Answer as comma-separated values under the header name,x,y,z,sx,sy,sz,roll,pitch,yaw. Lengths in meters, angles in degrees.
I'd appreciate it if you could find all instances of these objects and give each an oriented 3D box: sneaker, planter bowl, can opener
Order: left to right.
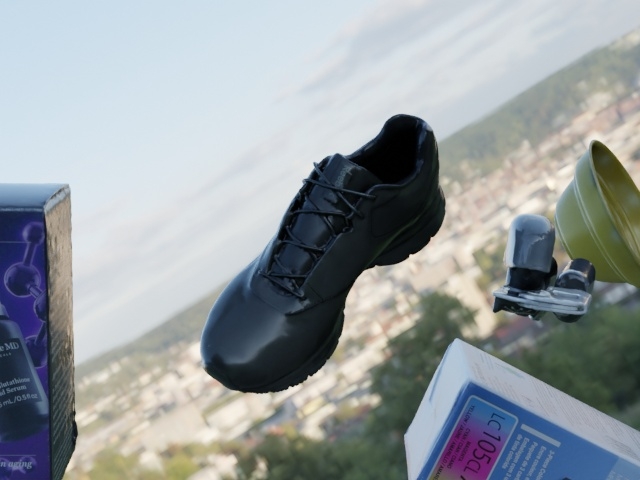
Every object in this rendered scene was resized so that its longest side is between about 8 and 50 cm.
name,x,y,z,sx,sy,sz,roll,pitch,yaw
sneaker,0.000,0.000,0.948,0.286,0.109,0.130,-49,-24,-30
can opener,0.205,0.022,1.029,0.076,0.095,0.283,8,6,15
planter bowl,0.364,-0.014,1.510,0.090,0.217,0.217,-29,0,26

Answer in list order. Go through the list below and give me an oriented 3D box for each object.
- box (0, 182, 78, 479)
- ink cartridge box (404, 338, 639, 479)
name,x,y,z,sx,sy,sz,roll,pitch,yaw
box,-0.249,0.066,0.790,0.153,0.207,0.108,0,11,-3
ink cartridge box,0.303,0.281,1.338,0.270,0.395,0.151,-55,-10,-84
